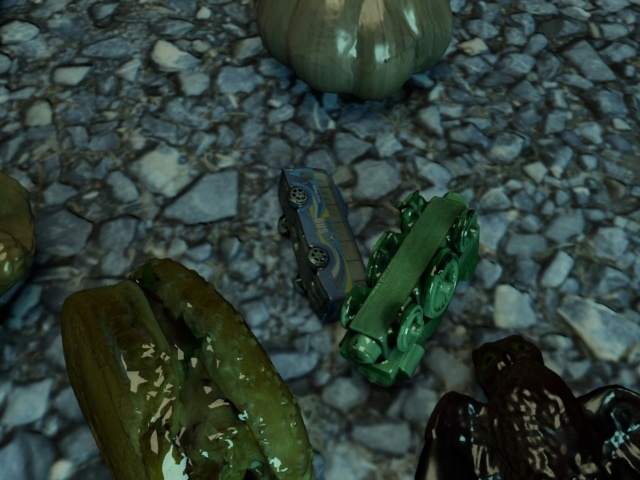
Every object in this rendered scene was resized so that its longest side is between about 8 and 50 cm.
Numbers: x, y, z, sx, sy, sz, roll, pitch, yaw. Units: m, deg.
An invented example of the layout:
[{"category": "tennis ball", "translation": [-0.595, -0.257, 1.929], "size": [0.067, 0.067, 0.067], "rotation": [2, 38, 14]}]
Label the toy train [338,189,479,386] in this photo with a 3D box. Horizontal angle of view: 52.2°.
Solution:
[{"category": "toy train", "translation": [0.077, 0.040, 0.543], "size": [0.071, 0.105, 0.178], "rotation": [20, 58, 26]}]

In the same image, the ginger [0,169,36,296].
[{"category": "ginger", "translation": [-0.365, 0.030, 0.537], "size": [0.270, 0.123, 0.219], "rotation": [-42, 63, -14]}]

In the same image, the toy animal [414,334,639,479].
[{"category": "toy animal", "translation": [0.159, 0.160, 0.484], "size": [0.218, 0.116, 0.179], "rotation": [-5, 31, -8]}]

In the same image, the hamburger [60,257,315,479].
[{"category": "hamburger", "translation": [-0.098, 0.105, 0.453], "size": [0.122, 0.189, 0.215], "rotation": [-25, 58, -27]}]

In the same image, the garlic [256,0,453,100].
[{"category": "garlic", "translation": [0.035, -0.263, 0.718], "size": [0.227, 0.152, 0.228], "rotation": [3, 53, -4]}]

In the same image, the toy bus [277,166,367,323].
[{"category": "toy bus", "translation": [0.000, 0.000, 0.603], "size": [0.061, 0.051, 0.153], "rotation": [-5, 55, -19]}]
